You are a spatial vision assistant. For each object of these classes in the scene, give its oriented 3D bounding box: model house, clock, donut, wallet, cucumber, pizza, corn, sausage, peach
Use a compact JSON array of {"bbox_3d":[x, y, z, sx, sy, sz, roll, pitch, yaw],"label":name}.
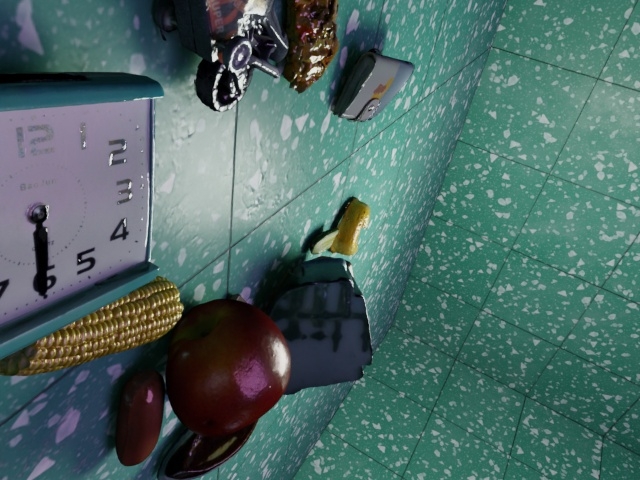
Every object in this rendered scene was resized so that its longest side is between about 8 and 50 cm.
[{"bbox_3d":[-0.010,0.169,1.263,0.329,0.251,0.295,-90,171,-69],"label":"model house"},{"bbox_3d":[-0.269,-0.029,0.422,0.262,0.116,0.231,-36,142,-57],"label":"clock"},{"bbox_3d":[0.092,-0.040,1.429,0.181,0.078,0.146,-58,163,-23],"label":"donut"},{"bbox_3d":[0.113,-0.343,1.096,0.170,0.069,0.231,-54,165,28],"label":"wallet"},{"bbox_3d":[0.000,0.000,1.291,0.107,0.035,0.067,-25,148,-55],"label":"cucumber"},{"bbox_3d":[-0.005,-0.349,0.769,0.147,0.069,0.226,-46,154,-39],"label":"pizza"},{"bbox_3d":[-0.270,0.096,0.591,0.244,0.093,0.094,-8,122,-64],"label":"corn"},{"bbox_3d":[-0.297,0.295,0.809,0.077,0.077,0.194,-35,145,-56],"label":"sausage"},{"bbox_3d":[-0.158,0.226,0.857,0.243,0.199,0.244,19,68,-60],"label":"peach"}]

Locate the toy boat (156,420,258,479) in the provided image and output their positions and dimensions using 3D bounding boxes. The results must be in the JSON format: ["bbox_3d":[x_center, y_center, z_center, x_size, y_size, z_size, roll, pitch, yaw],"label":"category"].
[{"bbox_3d":[-0.245,0.443,1.096,0.262,0.114,0.115,-30,-179,-42],"label":"toy boat"}]

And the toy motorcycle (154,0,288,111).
[{"bbox_3d":[-0.088,-0.280,0.534,0.173,0.108,0.307,-52,168,-24],"label":"toy motorcycle"}]

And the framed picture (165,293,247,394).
[{"bbox_3d":[-0.205,0.259,1.089,0.232,0.024,0.315,-58,160,-16],"label":"framed picture"}]
